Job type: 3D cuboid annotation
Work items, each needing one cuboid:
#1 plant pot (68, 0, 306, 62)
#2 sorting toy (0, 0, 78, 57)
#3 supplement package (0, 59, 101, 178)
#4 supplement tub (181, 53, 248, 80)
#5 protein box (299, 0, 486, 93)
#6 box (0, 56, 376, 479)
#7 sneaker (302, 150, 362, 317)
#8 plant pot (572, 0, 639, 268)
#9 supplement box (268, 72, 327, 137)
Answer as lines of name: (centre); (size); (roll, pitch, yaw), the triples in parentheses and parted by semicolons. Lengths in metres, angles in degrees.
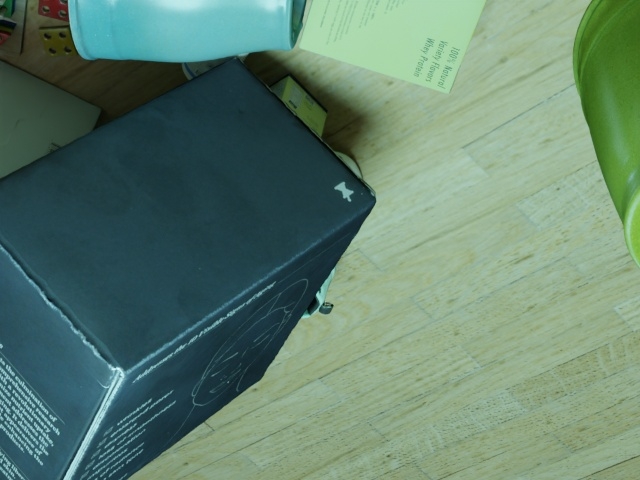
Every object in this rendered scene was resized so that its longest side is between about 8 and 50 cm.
plant pot: (-0.143, -0.334, 1.721); (0.255, 0.271, 0.271); (10, 133, 4)
sorting toy: (-0.469, -0.312, 1.964); (0.274, 0.046, 0.132); (16, 133, -3)
supplement package: (-0.455, -0.105, 2.000); (0.204, 0.262, 0.145); (26, 132, -12)
supplement tub: (-0.135, -0.259, 1.925); (0.071, 0.071, 0.107); (30, 130, -15)
protein box: (0.102, -0.324, 1.773); (0.201, 0.136, 0.200); (17, 132, -3)
box: (-0.246, 0.082, 1.882); (0.297, 0.480, 0.472); (46, 138, 10)
sneaker: (0.000, 0.000, 2.077); (0.094, 0.151, 0.256); (12, 132, 3)
plant pot: (0.486, -0.123, 1.728); (0.366, 0.353, 0.366); (6, 132, 7)
supplement box: (-0.042, -0.170, 1.977); (0.056, 0.083, 0.083); (-30, 120, 33)
